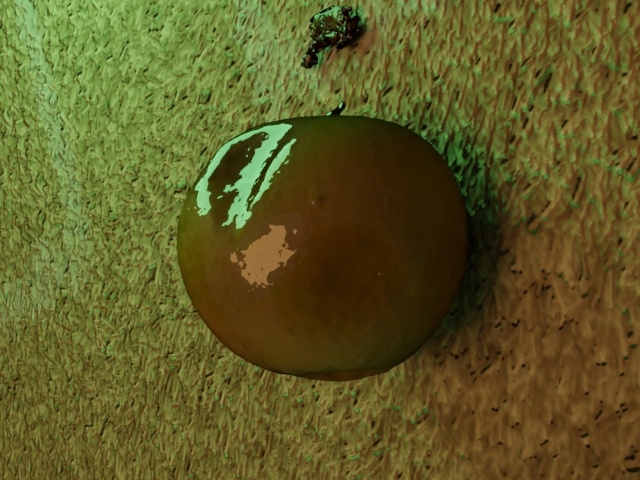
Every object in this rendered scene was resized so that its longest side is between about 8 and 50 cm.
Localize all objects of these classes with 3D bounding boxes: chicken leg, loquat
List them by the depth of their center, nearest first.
[{"bbox_3d":[0.001,-0.001,0.909,0.213,0.213,0.213,14,108,53],"label":"loquat"},{"bbox_3d":[0.005,-0.166,1.022,0.083,0.021,0.036,-24,86,55],"label":"chicken leg"}]
